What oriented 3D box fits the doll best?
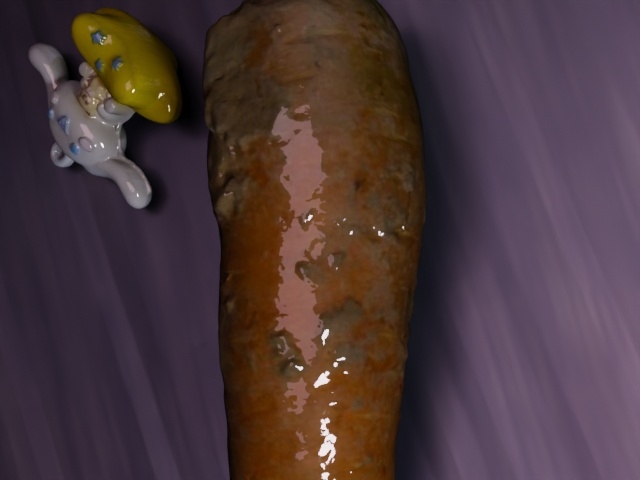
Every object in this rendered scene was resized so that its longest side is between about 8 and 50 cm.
[{"bbox_3d":[-0.144,-0.096,1.298,0.135,0.071,0.113,30,111,34],"label":"doll"}]

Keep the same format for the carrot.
[{"bbox_3d":[0.000,0.000,1.168,0.139,0.139,0.302,-7,83,24],"label":"carrot"}]
